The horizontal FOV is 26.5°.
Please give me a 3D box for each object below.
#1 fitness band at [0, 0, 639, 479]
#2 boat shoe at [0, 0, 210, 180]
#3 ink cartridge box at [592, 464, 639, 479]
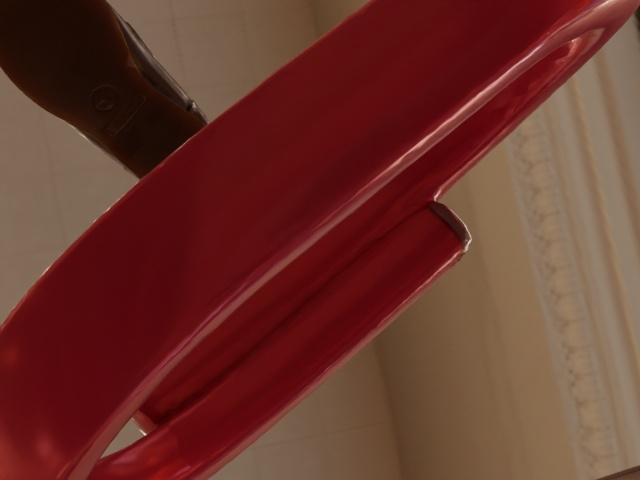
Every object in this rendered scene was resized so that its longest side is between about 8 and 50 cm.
[{"bbox_3d":[0.000,0.000,0.471,0.291,0.209,0.054,-41,-101,-18],"label":"fitness band"},{"bbox_3d":[-0.138,-0.102,0.826,0.073,0.073,0.207,-40,-55,1],"label":"boat shoe"},{"bbox_3d":[0.163,0.178,0.665,0.052,0.088,0.122,35,-138,-41],"label":"ink cartridge box"}]
